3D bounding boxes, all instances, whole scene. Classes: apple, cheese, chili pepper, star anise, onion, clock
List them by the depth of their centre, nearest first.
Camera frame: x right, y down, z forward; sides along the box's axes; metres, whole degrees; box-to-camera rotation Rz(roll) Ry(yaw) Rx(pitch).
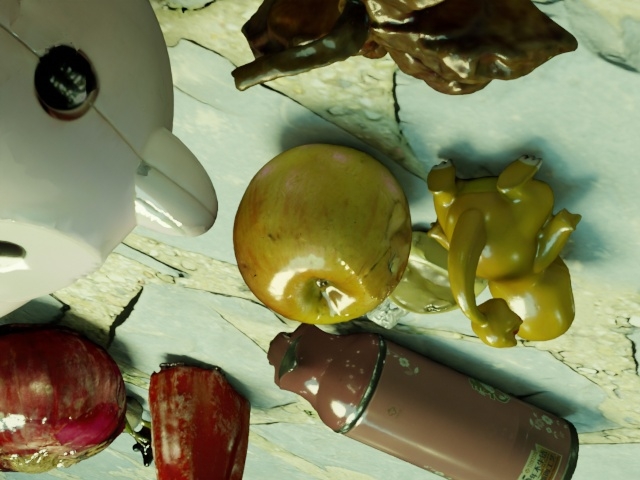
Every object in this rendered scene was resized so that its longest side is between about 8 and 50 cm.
[{"bbox_3d":[0.039,-0.136,0.590,0.196,0.111,0.212,18,147,-13],"label":"star anise"},{"bbox_3d":[-0.255,-0.105,0.667,0.376,0.251,0.368,2,148,41],"label":"clock"},{"bbox_3d":[0.000,0.000,0.827,0.146,0.146,0.146,15,152,8],"label":"apple"},{"bbox_3d":[0.081,0.044,0.956,0.086,0.036,0.162,25,152,-10],"label":"cheese"},{"bbox_3d":[-0.150,0.287,1.330,0.136,0.253,0.144,5,147,-13],"label":"chili pepper"},{"bbox_3d":[-0.369,0.201,1.363,0.246,0.190,0.246,-4,149,-2],"label":"onion"}]

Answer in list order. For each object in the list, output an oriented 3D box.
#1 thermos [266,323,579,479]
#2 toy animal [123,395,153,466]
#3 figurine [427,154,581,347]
[{"bbox_3d":[0.098,0.165,1.114,0.330,0.136,0.109,25,124,-12],"label":"thermos"},{"bbox_3d":[-0.282,0.256,1.546,0.105,0.070,0.202,30,161,21],"label":"toy animal"},{"bbox_3d":[0.141,0.029,0.798,0.121,0.122,0.176,-5,144,34],"label":"figurine"}]
